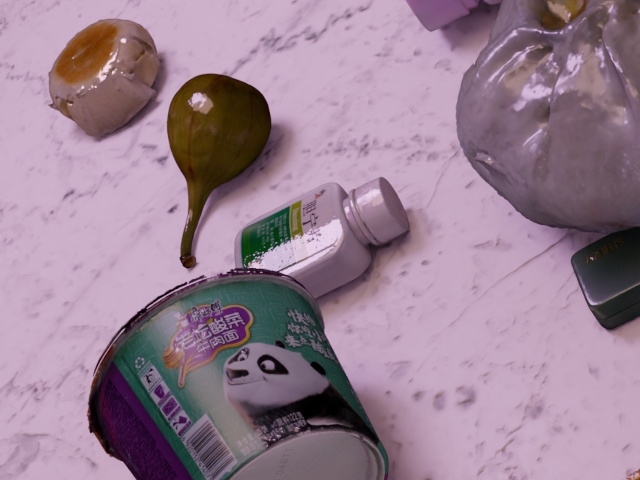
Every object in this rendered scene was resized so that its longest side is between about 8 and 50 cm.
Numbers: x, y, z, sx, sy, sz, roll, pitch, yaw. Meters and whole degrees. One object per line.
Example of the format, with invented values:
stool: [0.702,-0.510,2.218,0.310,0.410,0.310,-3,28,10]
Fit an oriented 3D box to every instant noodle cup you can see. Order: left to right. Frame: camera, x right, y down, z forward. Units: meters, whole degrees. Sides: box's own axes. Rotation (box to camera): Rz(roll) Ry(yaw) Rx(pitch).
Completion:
instant noodle cup: [-0.066,0.180,1.408,0.251,0.251,0.190,-39,48,2]

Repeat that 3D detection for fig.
fig: [-0.132,-0.080,1.812,0.124,0.124,0.236,5,81,41]

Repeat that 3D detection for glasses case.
glasses case: [0.323,0.007,1.395,0.184,0.039,0.078,-29,41,14]

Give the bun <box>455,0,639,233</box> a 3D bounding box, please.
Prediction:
bun: [0.287,-0.169,1.444,0.354,0.194,0.354,-26,33,18]

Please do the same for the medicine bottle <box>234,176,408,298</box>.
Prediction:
medicine bottle: [0.000,0.000,1.639,0.183,0.069,0.119,-25,40,17]

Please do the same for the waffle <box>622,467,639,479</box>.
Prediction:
waffle: [0.255,0.238,1.253,0.135,0.021,0.092,-39,40,2]

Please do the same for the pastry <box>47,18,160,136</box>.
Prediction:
pastry: [-0.290,-0.222,2.059,0.166,0.088,0.166,-23,44,25]

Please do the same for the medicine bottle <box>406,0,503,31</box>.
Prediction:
medicine bottle: [0.203,-0.352,1.733,0.254,0.152,0.152,-30,41,15]
